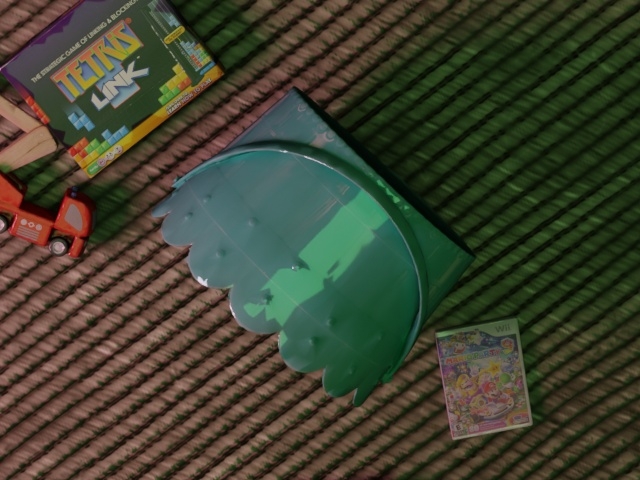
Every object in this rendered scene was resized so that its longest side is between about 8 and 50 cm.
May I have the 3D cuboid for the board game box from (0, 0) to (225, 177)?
[{"bbox_3d":[-0.201,-0.167,1.739,0.170,0.048,0.141,-38,106,6],"label":"board game box"}]

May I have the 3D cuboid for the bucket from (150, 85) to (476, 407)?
[{"bbox_3d":[0.000,0.000,1.695,0.281,0.281,0.183,41,96,-13],"label":"bucket"}]

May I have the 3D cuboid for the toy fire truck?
[{"bbox_3d":[-0.300,-0.074,1.758,0.192,0.047,0.135,21,102,-10],"label":"toy fire truck"}]

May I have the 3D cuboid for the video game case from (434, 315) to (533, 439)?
[{"bbox_3d":[0.171,0.144,1.871,0.087,0.011,0.122,-10,106,-1],"label":"video game case"}]
